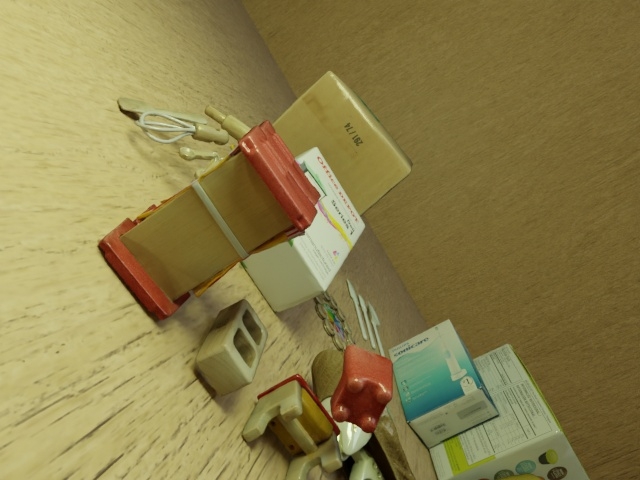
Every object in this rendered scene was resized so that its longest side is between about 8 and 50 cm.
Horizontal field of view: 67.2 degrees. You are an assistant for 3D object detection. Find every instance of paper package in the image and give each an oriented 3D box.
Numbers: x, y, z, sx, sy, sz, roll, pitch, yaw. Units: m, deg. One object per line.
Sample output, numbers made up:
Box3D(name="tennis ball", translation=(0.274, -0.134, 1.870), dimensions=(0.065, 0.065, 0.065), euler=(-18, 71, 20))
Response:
Box3D(name="paper package", translation=(0.030, -0.210, 1.252), dimensions=(0.325, 0.309, 0.168), euler=(49, 13, -3))

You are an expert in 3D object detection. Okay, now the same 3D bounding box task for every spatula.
Box3D(name="spatula", translation=(0.142, 0.237, 1.419), dimensions=(0.168, 0.019, 0.242), euler=(53, 13, -33))

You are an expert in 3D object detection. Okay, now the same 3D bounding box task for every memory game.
Box3D(name="memory game", translation=(0.034, 0.185, 1.111), dimensions=(0.186, 0.012, 0.186), euler=(56, 12, -19))

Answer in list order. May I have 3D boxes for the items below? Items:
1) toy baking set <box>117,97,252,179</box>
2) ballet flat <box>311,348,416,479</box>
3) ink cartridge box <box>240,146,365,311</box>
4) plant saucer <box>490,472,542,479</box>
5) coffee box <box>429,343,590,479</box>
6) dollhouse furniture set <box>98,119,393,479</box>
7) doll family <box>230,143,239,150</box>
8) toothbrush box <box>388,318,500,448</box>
Box3D(name="toy baking set", translation=(-0.166, -0.156, 0.732), dimensions=(0.256, 0.030, 0.197), euler=(38, 30, 7))
Box3D(name="ballet flat", translation=(0.063, 0.331, 0.708), dimensions=(0.124, 0.116, 0.342), euler=(-15, 78, -58))
Box3D(name="ink cartridge box", translation=(-0.042, -0.034, 0.891), dimensions=(0.201, 0.117, 0.278), euler=(58, 29, -11))
Box3D(name="plant saucer", translation=(0.429, 0.657, 0.989), dimensions=(0.332, 0.081, 0.333), euler=(5, 46, -27))
Box3D(name="coffee box", translation=(0.512, 0.576, 1.373), dimensions=(0.338, 0.334, 0.338), euler=(55, 13, -23))
Box3D(name="dollhouse furniture set", translation=(-0.047, 0.075, 0.571), dimensions=(0.374, 0.201, 0.152), euler=(57, 12, -13))
Box3D(name="doll family", translation=(-0.142, -0.135, 1.000), dimensions=(0.193, 0.076, 0.111), euler=(61, 7, -8))
Box3D(name="toothbrush box", translation=(0.335, 0.394, 1.366), dimensions=(0.126, 0.216, 0.295), euler=(54, 12, -24))
